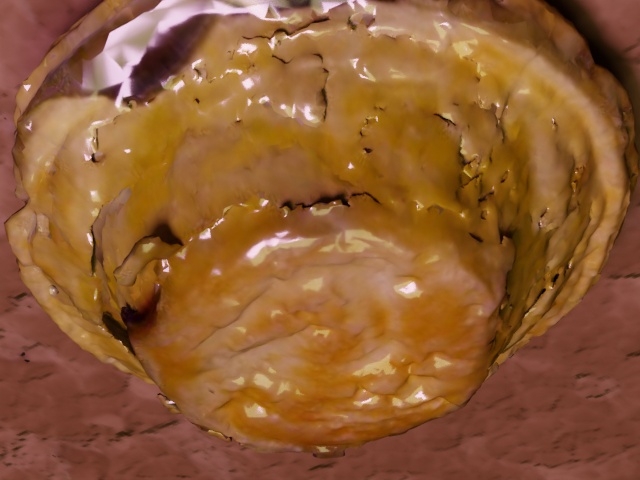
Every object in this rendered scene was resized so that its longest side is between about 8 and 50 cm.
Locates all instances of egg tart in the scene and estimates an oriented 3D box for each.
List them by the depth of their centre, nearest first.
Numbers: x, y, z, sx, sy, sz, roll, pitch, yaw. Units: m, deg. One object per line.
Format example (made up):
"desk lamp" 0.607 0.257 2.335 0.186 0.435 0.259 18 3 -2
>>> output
"egg tart" 0.000 0.000 0.627 0.241 0.106 0.241 -1 138 -1
